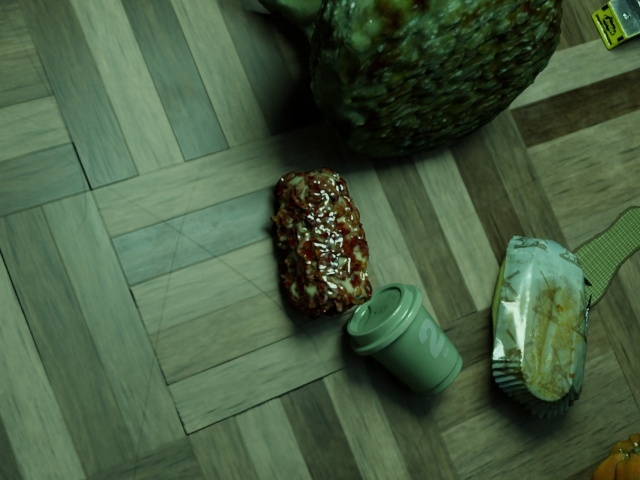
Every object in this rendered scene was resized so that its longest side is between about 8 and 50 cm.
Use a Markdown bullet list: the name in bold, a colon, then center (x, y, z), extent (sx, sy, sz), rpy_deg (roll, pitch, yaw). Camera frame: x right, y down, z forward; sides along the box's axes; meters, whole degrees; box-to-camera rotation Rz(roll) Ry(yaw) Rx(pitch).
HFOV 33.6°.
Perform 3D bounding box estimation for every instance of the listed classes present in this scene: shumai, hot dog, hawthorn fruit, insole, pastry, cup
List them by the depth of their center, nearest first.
- **pastry**: center (0.002, 0.000, 1.411), extent (0.115, 0.097, 0.208), rpy_deg (3, 73, -34)
- **cup**: center (0.116, 0.138, 1.417), extent (0.141, 0.120, 0.120), rpy_deg (49, 62, -18)
- **shumai**: center (0.111, -0.328, 1.431), extent (0.395, 0.395, 0.348), rpy_deg (-12, 60, -26)
- **hawthorn fruit**: center (0.469, 0.358, 1.478), extent (0.189, 0.189, 0.189), rpy_deg (6, 73, -22)
- **hot dog**: center (0.311, 0.119, 1.522), extent (0.162, 0.082, 0.270), rpy_deg (25, 61, -22)
- **insole**: center (0.438, 0.027, 1.642), extent (0.253, 0.005, 0.086), rpy_deg (-40, 94, -27)

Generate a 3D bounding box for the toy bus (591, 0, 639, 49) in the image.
- **toy bus**: center (0.562, -0.387, 1.773), extent (0.226, 0.074, 0.081), rpy_deg (-26, 86, -27)
